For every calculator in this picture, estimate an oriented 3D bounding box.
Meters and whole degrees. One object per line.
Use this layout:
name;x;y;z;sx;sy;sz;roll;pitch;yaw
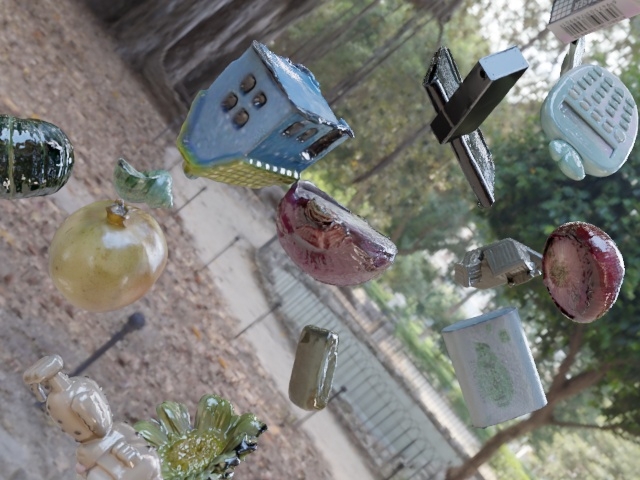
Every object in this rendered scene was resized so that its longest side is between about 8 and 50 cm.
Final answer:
calculator;0.482;-0.212;1.406;0.184;0.295;0.042;43;-35;-3

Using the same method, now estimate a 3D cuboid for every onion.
onion;0.000;0.000;1.584;0.267;0.159;0.349;36;8;17
onion;0.630;0.073;1.870;0.248;0.162;0.247;-3;90;-88

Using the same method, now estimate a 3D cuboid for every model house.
model house;0.461;0.070;2.039;0.188;0.229;0.122;-21;93;-70
model house;-0.131;-0.223;1.583;0.237;0.303;0.215;10;48;-61

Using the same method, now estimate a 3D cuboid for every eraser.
eraser;0.381;0.279;1.721;0.081;0.174;0.226;-111;-178;-86
eraser;0.629;-0.534;1.683;0.086;0.130;0.287;30;-19;-24

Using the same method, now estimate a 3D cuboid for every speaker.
speaker;0.258;-0.236;1.297;0.044;0.082;0.218;62;-19;12

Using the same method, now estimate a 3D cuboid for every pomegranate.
pomegranate;-0.549;0.032;2.038;0.319;0.319;0.319;50;3;-3

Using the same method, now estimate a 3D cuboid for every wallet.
wallet;0.291;-0.234;1.612;0.318;0.045;0.172;58;32;-31

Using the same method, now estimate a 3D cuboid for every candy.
candy;-0.017;0.359;2.197;0.104;0.233;0.102;13;-4;34

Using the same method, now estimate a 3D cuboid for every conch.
conch;-0.521;-0.164;2.310;0.188;0.121;0.176;12;-10;-18

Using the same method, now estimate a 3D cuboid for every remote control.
remote control;0.618;-0.449;1.918;0.045;0.097;0.256;19;-8;15

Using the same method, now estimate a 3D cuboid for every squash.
squash;-0.601;-0.157;1.487;0.252;0.165;0.252;6;3;0

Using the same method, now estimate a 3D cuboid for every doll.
doll;-0.352;0.297;1.205;0.278;0.119;0.154;52;-33;-4

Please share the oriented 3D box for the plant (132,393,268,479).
plant;-0.241;0.457;1.525;0.261;0.306;0.296;-18;-105;62
